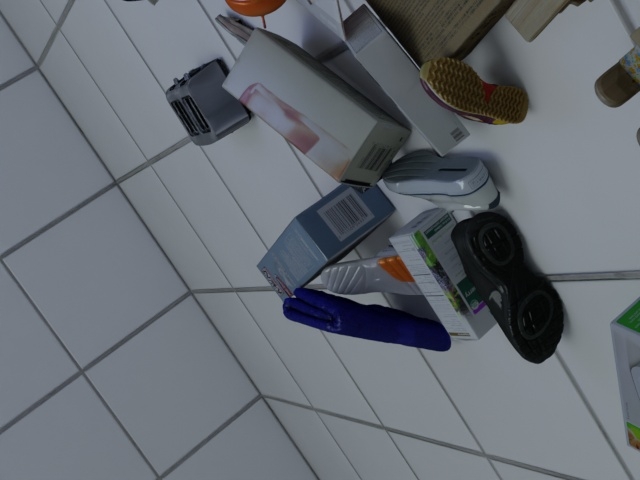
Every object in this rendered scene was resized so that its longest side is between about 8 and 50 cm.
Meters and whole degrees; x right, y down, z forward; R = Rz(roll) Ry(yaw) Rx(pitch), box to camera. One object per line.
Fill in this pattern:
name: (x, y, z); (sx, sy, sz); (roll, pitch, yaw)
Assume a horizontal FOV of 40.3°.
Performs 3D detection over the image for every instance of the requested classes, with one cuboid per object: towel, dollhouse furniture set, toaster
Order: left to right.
toaster: (-0.255, -0.308, 2.000); (0.186, 0.110, 0.168); (60, 158, -16)
towel: (0.099, 0.164, 1.834); (0.308, 0.076, 0.227); (13, 177, -35)
dollhouse furniture set: (0.344, -0.211, 0.911); (0.242, 0.161, 0.212); (51, 157, 5)

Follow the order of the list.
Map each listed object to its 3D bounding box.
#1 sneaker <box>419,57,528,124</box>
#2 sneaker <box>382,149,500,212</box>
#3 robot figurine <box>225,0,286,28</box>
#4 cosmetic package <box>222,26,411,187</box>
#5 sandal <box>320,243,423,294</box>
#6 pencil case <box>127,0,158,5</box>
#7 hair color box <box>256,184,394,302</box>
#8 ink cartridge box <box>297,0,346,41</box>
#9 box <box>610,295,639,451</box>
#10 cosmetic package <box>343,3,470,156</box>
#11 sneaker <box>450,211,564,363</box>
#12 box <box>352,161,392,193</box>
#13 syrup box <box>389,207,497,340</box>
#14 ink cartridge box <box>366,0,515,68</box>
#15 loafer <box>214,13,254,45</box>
sneaker: (0.199, -0.201, 1.221); (0.185, 0.070, 0.084); (18, 174, -30)
sneaker: (0.197, -0.089, 1.469); (0.091, 0.094, 0.258); (53, 164, -25)
robot figurine: (-0.120, -0.473, 1.471); (0.158, 0.128, 0.219); (28, 148, 38)
cosmetic package: (-0.009, -0.230, 1.525); (0.296, 0.129, 0.153); (42, -162, 23)
sandal: (0.132, 0.049, 1.729); (0.265, 0.076, 0.102); (-2, 127, 14)
pencil case: (-0.322, -0.557, 1.644); (0.183, 0.160, 0.410); (31, 174, -24)
hair color box: (0.000, 0.000, 1.856); (0.114, 0.185, 0.374); (52, 157, 4)
ink cartridge box: (-0.019, -0.458, 1.261); (0.296, 0.066, 0.261); (-125, 12, -54)
box: (0.544, 0.215, 1.201); (0.231, 0.126, 0.262); (29, 147, 48)
cosmetic package: (0.123, -0.233, 1.289); (0.239, 0.060, 0.099); (42, -163, -38)
sneaker: (0.317, 0.078, 1.495); (0.286, 0.109, 0.130); (64, 166, -8)
box: (0.086, -0.140, 1.618); (0.052, 0.083, 0.062); (36, 152, 35)
syrup box: (0.239, 0.064, 1.608); (0.237, 0.093, 0.096); (57, 157, -9)
ink cartridge box: (0.158, -0.352, 1.161); (0.193, 0.088, 0.234); (53, 159, 3)
loafer: (-0.162, -0.425, 1.755); (0.125, 0.039, 0.045); (44, -171, 28)
